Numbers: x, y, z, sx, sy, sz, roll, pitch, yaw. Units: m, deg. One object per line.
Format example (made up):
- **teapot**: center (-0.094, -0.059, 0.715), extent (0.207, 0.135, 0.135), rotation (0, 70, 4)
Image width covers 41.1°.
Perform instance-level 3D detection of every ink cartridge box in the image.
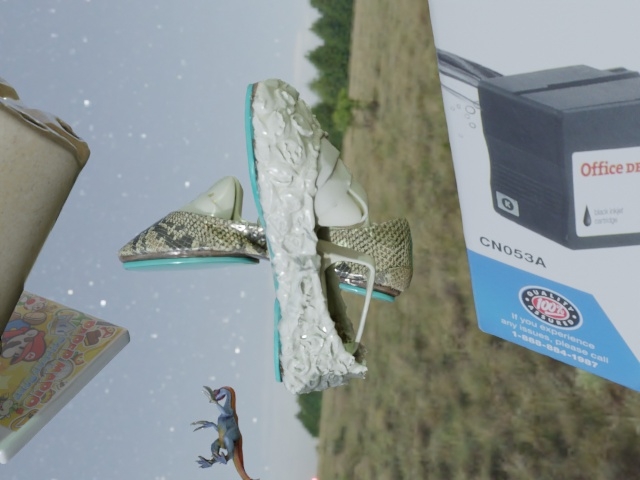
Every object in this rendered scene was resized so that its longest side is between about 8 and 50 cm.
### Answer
- **ink cartridge box**: center (0.176, -0.065, 0.363), extent (0.129, 0.223, 0.307), rotation (-46, -41, -29)

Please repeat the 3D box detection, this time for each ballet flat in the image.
- **ballet flat**: center (-0.085, -0.014, 1.398), extent (0.164, 0.482, 0.182), rotation (43, -127, -81)
- **ballet flat**: center (0.000, 0.000, 1.025), extent (0.147, 0.147, 0.409), rotation (-82, -12, -64)

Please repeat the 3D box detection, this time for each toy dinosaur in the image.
- **toy dinosaur**: center (-0.090, 0.177, 0.804), extent (0.047, 0.090, 0.082), rotation (-39, 16, 38)

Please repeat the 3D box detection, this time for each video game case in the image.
- **video game case**: center (-0.386, 0.153, 1.052), extent (0.227, 0.206, 0.026), rotation (-49, -33, -46)

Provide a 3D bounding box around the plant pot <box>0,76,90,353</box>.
- **plant pot**: center (-0.412, -0.031, 0.879), extent (0.305, 0.334, 0.334), rotation (-55, 0, 3)
